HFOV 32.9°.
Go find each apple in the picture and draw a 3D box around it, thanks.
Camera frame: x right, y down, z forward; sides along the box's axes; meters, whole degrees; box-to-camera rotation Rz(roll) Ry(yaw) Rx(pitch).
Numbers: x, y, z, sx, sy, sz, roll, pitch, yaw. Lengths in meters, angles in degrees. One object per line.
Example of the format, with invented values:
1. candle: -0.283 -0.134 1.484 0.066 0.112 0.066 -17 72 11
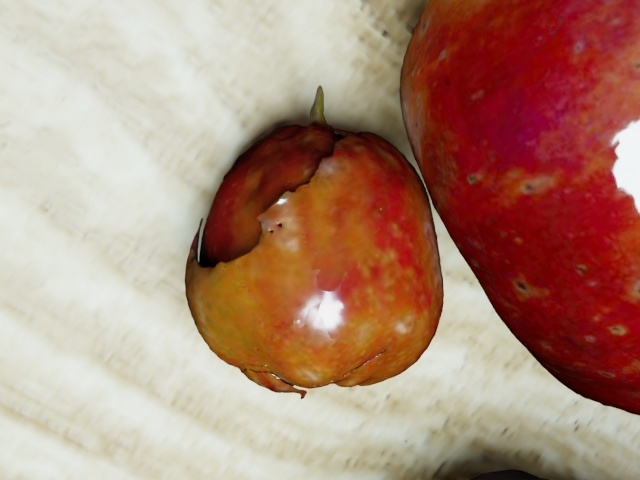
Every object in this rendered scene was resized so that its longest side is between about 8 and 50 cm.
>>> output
1. apple: 0.243 -0.061 0.602 0.365 0.329 0.295 -26 79 3

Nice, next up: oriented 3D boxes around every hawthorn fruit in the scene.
1. hawthorn fruit: 0.000 0.000 0.599 0.148 0.148 0.172 5 93 -19

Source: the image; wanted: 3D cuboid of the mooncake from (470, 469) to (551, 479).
1. mooncake: 0.118 0.335 0.602 0.351 0.212 0.381 2 98 -53
